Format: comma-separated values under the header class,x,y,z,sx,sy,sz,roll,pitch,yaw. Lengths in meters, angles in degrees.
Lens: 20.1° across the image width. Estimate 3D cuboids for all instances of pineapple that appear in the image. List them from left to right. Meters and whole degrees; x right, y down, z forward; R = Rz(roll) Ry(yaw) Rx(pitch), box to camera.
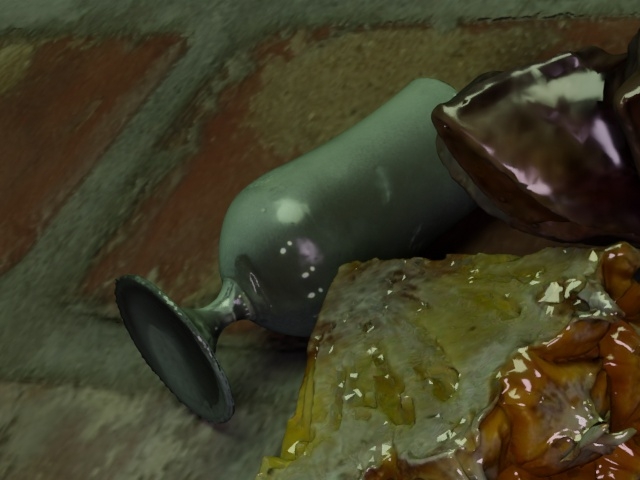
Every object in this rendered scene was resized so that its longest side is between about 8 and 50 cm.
class,x,y,z,sx,sy,sz,roll,pitch,yaw
pineapple,0.062,0.081,0.902,0.236,0.114,0.186,-26,35,1

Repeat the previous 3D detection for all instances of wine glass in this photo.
class,x,y,z,sx,sy,sz,roll,pitch,yaw
wine glass,0.000,0.000,1.052,0.231,0.103,0.103,-36,36,-25

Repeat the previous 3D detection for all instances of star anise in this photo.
class,x,y,z,sx,sy,sz,roll,pitch,yaw
star anise,0.205,-0.043,0.901,0.315,0.108,0.315,-2,-4,0
